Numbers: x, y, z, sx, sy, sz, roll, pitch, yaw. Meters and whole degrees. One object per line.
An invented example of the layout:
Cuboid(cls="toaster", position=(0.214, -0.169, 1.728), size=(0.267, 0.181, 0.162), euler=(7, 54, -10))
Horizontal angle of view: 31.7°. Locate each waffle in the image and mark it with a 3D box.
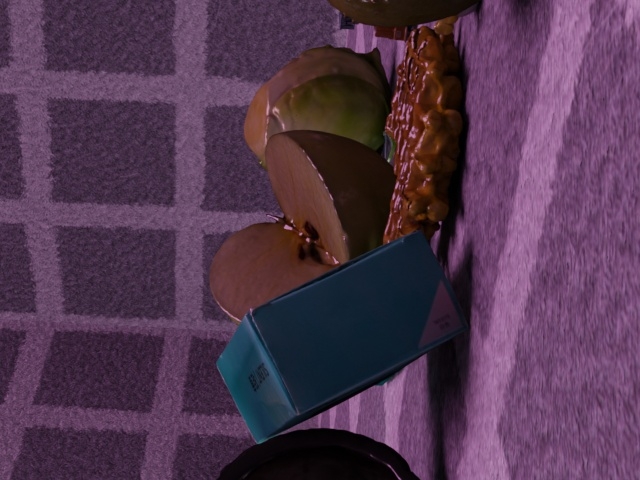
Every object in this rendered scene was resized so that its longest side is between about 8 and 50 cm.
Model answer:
Cuboid(cls="waffle", position=(0.118, -0.106, 1.298), size=(0.260, 0.069, 0.293), euler=(106, 169, -62))

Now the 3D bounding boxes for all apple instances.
Cuboid(cls="apple", position=(0.012, 0.008, 1.539), size=(0.258, 0.233, 0.295), euler=(32, 106, 45))

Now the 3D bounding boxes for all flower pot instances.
Cuboid(cls="flower pot", position=(0.005, 0.385, 1.226), size=(0.266, 0.267, 0.267), euler=(-89, -5, -48))

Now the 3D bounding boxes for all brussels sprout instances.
Cuboid(cls="brussels sprout", position=(0.003, -0.219, 2.009), size=(0.259, 0.294, 0.227), euler=(-55, 53, 43))

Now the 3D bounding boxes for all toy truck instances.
Cuboid(cls="toy truck", position=(0.087, -0.374, 1.745), size=(0.177, 0.115, 0.080), euler=(-88, 2, -61))

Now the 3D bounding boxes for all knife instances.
Cuboid(cls="knife", position=(0.116, -0.166, 1.843), size=(0.166, 0.023, 0.078), euler=(101, 166, -82))

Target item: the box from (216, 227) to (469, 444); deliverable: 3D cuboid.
Cuboid(cls="box", position=(0.011, 0.115, 1.220), size=(0.118, 0.205, 0.311), euler=(60, 162, 9))

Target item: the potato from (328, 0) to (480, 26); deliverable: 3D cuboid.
Cuboid(cls="potato", position=(0.083, -0.302, 0.885), size=(0.173, 0.210, 0.307), euler=(55, 147, 31))

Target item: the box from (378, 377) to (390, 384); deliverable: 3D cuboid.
Cuboid(cls="box", position=(0.095, 0.129, 1.717), size=(0.226, 0.042, 0.161), euler=(104, 169, -76))

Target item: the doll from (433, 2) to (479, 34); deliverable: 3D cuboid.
Cuboid(cls="doll", position=(0.139, -0.284, 1.168), size=(0.099, 0.058, 0.143), euler=(111, 168, -71))
